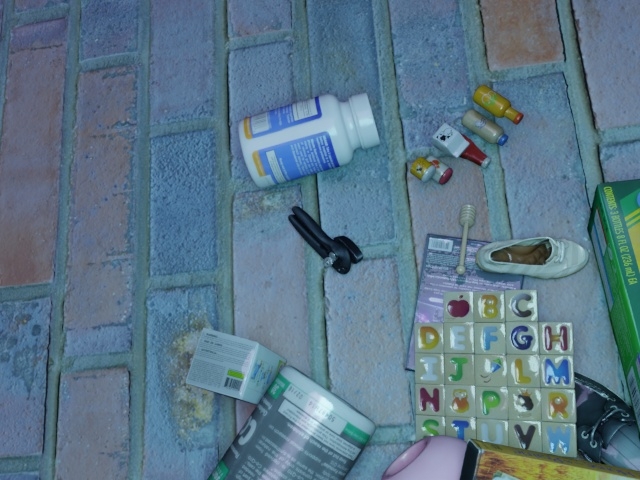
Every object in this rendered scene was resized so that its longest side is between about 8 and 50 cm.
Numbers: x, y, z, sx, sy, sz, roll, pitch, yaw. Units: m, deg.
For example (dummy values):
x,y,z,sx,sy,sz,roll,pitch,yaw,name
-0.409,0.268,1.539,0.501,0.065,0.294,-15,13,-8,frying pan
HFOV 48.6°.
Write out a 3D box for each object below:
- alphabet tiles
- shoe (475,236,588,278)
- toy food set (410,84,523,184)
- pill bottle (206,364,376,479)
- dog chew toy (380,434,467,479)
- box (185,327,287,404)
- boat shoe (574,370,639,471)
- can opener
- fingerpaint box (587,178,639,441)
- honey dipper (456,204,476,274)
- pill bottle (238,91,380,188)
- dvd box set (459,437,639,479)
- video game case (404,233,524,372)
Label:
x,y,z,sx,sy,sz,roll,pitch,yaw,name
0.305,0.260,1.267,0.285,0.011,0.342,-3,82,26,alphabet tiles
0.404,0.032,1.331,0.219,0.058,0.076,-2,76,-6,shoe
0.293,-0.185,1.414,0.104,0.111,0.232,39,81,20,toy food set
-0.078,0.422,1.251,0.204,0.204,0.361,31,81,19,pill bottle
0.250,0.489,1.172,0.207,0.206,0.332,-40,85,-3,dog chew toy
-0.151,0.243,1.322,0.114,0.203,0.103,12,75,17,box
0.508,0.339,1.205,0.127,0.113,0.340,-41,70,-2,boat shoe
0.000,0.000,1.454,0.186,0.073,0.059,39,122,23,can opener
0.681,0.100,1.164,0.371,0.163,0.444,-5,56,10,fingerpaint box
0.278,-0.002,1.374,0.031,0.030,0.160,7,53,14,honey dipper
-0.020,-0.214,1.467,0.272,0.152,0.152,-15,71,6,pill bottle
0.397,0.489,1.063,0.421,0.062,0.307,13,89,-5,dvd box set
0.281,0.131,1.365,0.196,0.026,0.274,8,75,14,video game case
